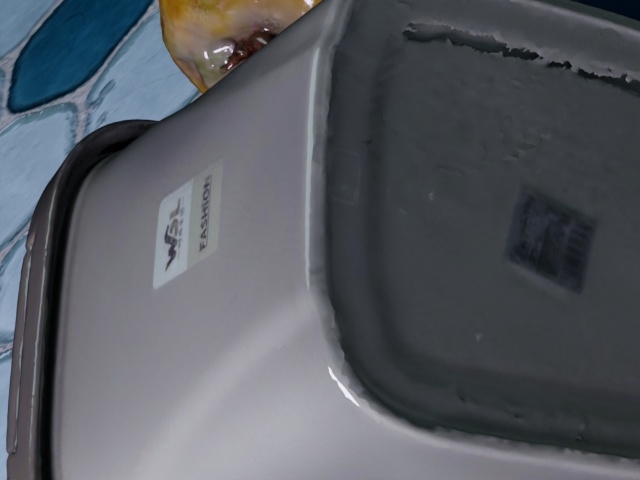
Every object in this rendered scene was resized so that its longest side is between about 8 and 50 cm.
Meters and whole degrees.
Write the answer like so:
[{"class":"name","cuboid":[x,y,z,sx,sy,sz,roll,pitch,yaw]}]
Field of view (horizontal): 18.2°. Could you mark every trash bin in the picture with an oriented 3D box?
[{"class":"trash bin","cuboid":[0.020,0.033,0.740,0.250,0.219,0.220,-35,50,56]}]

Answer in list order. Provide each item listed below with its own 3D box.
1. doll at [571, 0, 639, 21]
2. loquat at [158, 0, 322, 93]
[{"class":"doll","cuboid":[0.137,-0.200,1.010,0.186,0.198,0.322,-2,48,11]},{"class":"loquat","cuboid":[-0.006,-0.162,1.152,0.176,0.187,0.234,-11,44,45]}]
